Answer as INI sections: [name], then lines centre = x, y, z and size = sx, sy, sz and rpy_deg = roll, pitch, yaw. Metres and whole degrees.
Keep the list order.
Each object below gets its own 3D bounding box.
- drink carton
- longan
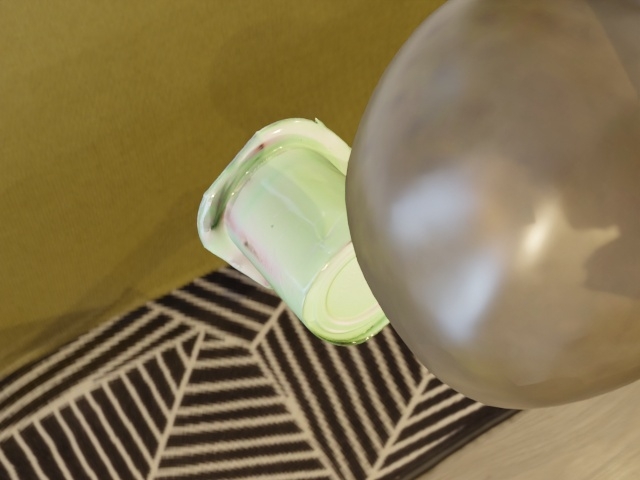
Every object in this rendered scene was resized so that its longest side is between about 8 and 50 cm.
[drink carton]
centre = 0.000, 0.000, 0.872
size = 0.146, 0.144, 0.142
rpy_deg = -48, 46, 5
[longan]
centre = 0.108, -0.028, 0.492
size = 0.196, 0.197, 0.220
rpy_deg = 39, 35, 6
